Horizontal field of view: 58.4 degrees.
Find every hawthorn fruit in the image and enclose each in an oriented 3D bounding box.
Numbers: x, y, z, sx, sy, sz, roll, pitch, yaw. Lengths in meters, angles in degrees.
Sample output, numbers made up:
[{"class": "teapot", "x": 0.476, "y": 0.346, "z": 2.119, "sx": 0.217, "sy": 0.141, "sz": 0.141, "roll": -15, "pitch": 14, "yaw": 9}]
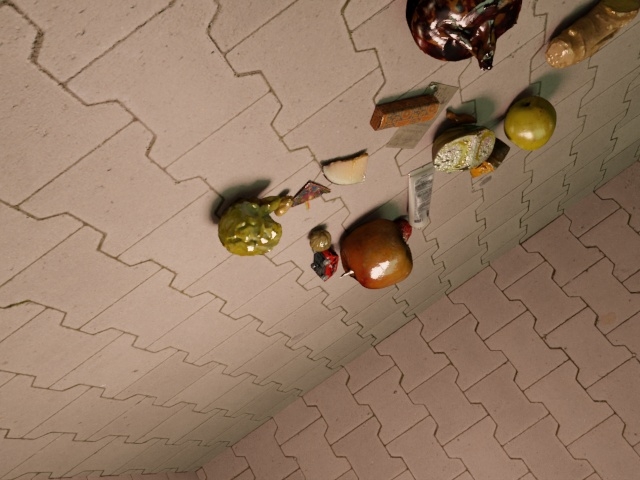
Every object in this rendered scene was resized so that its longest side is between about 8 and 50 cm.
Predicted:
[{"class": "hawthorn fruit", "x": 0.198, "y": 0.063, "z": 2.225, "sx": 0.301, "sy": 0.267, "sz": 0.267, "roll": -25, "pitch": 153, "yaw": -2}]

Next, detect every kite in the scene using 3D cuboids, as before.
[{"class": "kite", "x": -0.041, "y": -0.143, "z": 1.875, "sx": 0.190, "sy": 0.010, "sz": 0.159, "roll": -22, "pitch": 153, "yaw": -20}]

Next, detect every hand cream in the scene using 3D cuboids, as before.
[{"class": "hand cream", "x": 0.390, "y": -0.165, "z": 2.266, "sx": 0.125, "sy": 0.077, "sz": 0.340, "roll": -25, "pitch": 139, "yaw": -16}]

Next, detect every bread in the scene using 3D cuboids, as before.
[{"class": "bread", "x": 0.485, "y": -0.337, "z": 2.007, "sx": 0.261, "sy": 0.156, "sz": 0.158, "roll": -29, "pitch": 134, "yaw": -40}]

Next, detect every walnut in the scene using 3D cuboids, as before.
[{"class": "walnut", "x": 0.000, "y": 0.000, "z": 2.085, "sx": 0.092, "sy": 0.092, "sz": 0.092, "roll": -27, "pitch": 153, "yaw": -15}]

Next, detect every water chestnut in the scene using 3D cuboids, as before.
[{"class": "water chestnut", "x": 0.357, "y": -0.542, "z": 1.374, "sx": 0.300, "sy": 0.300, "sz": 0.300, "roll": -27, "pitch": 153, "yaw": -15}]

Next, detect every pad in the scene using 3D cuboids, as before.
[{"class": "pad", "x": 0.334, "y": -0.401, "z": 1.876, "sx": 0.160, "sy": 0.009, "sz": 0.265, "roll": -7, "pitch": 143, "yaw": -44}]

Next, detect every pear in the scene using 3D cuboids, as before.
[{"class": "pear", "x": 0.781, "y": -0.440, "z": 2.134, "sx": 0.198, "sy": 0.198, "sz": 0.198, "roll": -27, "pitch": 153, "yaw": -15}]

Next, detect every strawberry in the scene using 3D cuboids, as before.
[{"class": "strawberry", "x": 0.340, "y": -0.037, "z": 2.392, "sx": 0.106, "sy": 0.106, "sz": 0.106, "roll": -27, "pitch": 153, "yaw": -15}]

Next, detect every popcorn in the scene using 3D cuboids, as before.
[{"class": "popcorn", "x": -0.200, "y": -0.049, "z": 1.692, "sx": 0.198, "sy": 0.198, "sz": 0.212, "roll": 15, "pitch": 101, "yaw": -57}]

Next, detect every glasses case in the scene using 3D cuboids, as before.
[{"class": "glasses case", "x": 0.261, "y": -0.389, "z": 1.752, "sx": 0.218, "sy": 0.049, "sz": 0.075, "roll": -17, "pitch": 149, "yaw": -26}]

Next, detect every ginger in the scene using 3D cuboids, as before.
[{"class": "ginger", "x": 0.906, "y": -0.696, "z": 1.905, "sx": 0.354, "sy": 0.126, "sz": 0.190, "roll": -37, "pitch": 148, "yaw": 9}]

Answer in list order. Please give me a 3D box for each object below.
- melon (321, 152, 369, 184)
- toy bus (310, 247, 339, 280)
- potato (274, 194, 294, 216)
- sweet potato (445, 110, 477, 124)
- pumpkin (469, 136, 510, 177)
[{"class": "melon", "x": 0.072, "y": -0.220, "z": 1.831, "sx": 0.182, "sy": 0.054, "sz": 0.097, "roll": -19, "pitch": 144, "yaw": -29}, {"class": "toy bus", "x": 0.022, "y": 0.078, "z": 2.242, "sx": 0.089, "sy": 0.081, "sz": 0.195, "roll": -34, "pitch": 155, "yaw": -22}, {"class": "potato", "x": -0.119, "y": -0.111, "z": 1.801, "sx": 0.092, "sy": 0.047, "sz": 0.045, "roll": -47, "pitch": -165, "yaw": 41}, {"class": "sweet potato", "x": 0.480, "y": -0.419, "z": 1.975, "sx": 0.179, "sy": 0.044, "sz": 0.044, "roll": -1, "pitch": 139, "yaw": -40}, {"class": "pumpkin", "x": 0.616, "y": -0.330, "z": 2.200, "sx": 0.130, "sy": 0.126, "sz": 0.248, "roll": -58, "pitch": -178, "yaw": -7}]
